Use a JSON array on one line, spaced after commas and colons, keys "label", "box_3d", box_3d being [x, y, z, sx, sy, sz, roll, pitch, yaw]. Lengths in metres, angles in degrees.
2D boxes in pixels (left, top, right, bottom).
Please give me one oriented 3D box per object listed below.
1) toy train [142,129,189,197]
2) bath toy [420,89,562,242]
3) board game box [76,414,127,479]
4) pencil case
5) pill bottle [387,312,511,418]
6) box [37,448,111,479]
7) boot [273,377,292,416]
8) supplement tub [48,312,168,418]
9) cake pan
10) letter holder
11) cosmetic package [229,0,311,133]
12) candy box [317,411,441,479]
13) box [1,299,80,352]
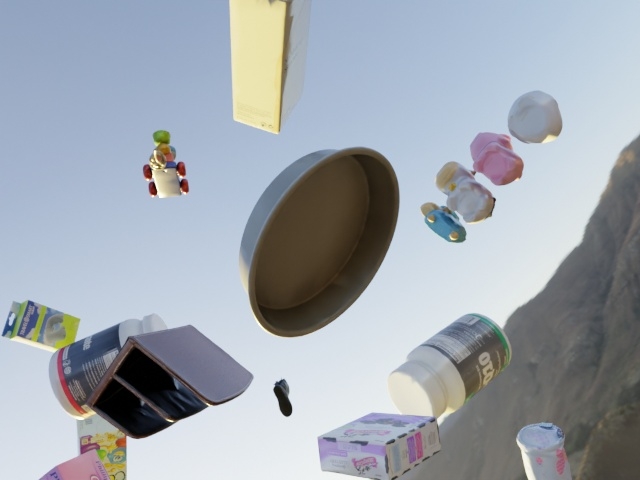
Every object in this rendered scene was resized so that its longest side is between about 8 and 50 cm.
[{"label": "toy train", "box_3d": [-0.404, -0.224, 1.390, 0.105, 0.143, 0.248, -7, -23, -11]}, {"label": "bath toy", "box_3d": [0.350, -0.155, 1.106, 0.129, 0.151, 0.348, -14, -32, -50]}, {"label": "board game box", "box_3d": [-0.709, 0.688, 1.755, 0.142, 0.144, 0.275, -3, -66, -27]}, {"label": "pencil case", "box_3d": [0.574, 0.599, 1.351, 0.113, 0.273, 0.124, -12, 5, 27]}, {"label": "pill bottle", "box_3d": [0.376, 0.373, 1.582, 0.361, 0.204, 0.204, -24, -34, -35]}, {"label": "box", "box_3d": [-0.553, 0.619, 1.160, 0.243, 0.214, 0.117, -38, -14, 12]}, {"label": "boot", "box_3d": [-0.124, 0.535, 1.857, 0.045, 0.121, 0.099, -26, -4, 4]}, {"label": "supplement tub", "box_3d": [-0.519, 0.316, 1.378, 0.272, 0.191, 0.191, -23, -29, -4]}, {"label": "cake pan", "box_3d": [0.000, 0.000, 0.770, 0.293, 0.054, 0.293, -29, -45, -34]}, {"label": "letter holder", "box_3d": [-0.283, 0.305, 1.113, 0.152, 0.214, 0.302, -56, -9, 0]}, {"label": "cosmetic package", "box_3d": [-0.099, -0.389, 1.088, 0.309, 0.113, 0.160, 101, -170, -55]}, {"label": "candy box", "box_3d": [0.118, 0.403, 1.075, 0.164, 0.070, 0.196, -10, -6, 39]}, {"label": "box", "box_3d": [-0.755, 0.236, 1.472, 0.042, 0.109, 0.178, -24, -40, 32]}]
